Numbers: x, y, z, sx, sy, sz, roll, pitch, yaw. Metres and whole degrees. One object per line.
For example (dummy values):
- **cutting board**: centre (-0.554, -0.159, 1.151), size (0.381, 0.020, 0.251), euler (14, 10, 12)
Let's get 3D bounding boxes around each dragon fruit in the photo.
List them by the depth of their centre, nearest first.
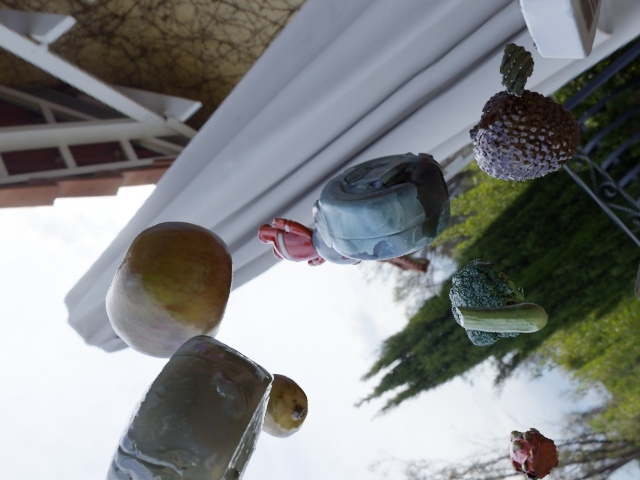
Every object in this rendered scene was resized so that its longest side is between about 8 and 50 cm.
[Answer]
- **dragon fruit**: centre (0.602, 0.607, 1.693), size (0.150, 0.133, 0.208), euler (29, 175, 12)

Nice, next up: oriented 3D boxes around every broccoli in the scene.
- **broccoli**: centre (0.551, 0.194, 1.952), size (0.245, 0.265, 0.295), euler (11, -128, -15)

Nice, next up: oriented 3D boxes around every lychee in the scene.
- **lychee**: centre (0.512, -0.267, 1.502), size (0.236, 0.271, 0.236), euler (6, -90, -70)

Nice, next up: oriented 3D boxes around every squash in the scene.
- **squash**: centre (0.513, 0.220, 1.679), size (0.083, 0.250, 0.083), euler (-4, -90, -66)

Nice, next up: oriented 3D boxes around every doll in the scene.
- **doll**: centre (0.000, 0.000, 1.486), size (0.200, 0.336, 0.105), euler (51, -128, -40)

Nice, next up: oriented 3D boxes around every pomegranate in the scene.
- **pomegranate**: centre (-0.114, 0.480, 1.713), size (0.196, 0.196, 0.196), euler (46, -165, -16)

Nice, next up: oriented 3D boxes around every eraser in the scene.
- **eraser**: centre (0.684, -0.690, 1.674), size (0.149, 0.332, 0.331), euler (16, 170, 39)

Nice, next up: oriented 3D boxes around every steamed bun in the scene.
- **steamed bun**: centre (-0.237, 0.348, 1.106), size (0.246, 0.236, 0.384), euler (23, -133, 6)

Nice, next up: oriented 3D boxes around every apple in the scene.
- **apple**: centre (-0.434, 0.138, 1.699), size (0.333, 0.401, 0.400), euler (8, -149, -18)

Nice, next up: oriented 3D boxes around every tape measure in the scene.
- **tape measure**: centre (0.118, -0.076, 1.183), size (0.275, 0.256, 0.147), euler (8, 126, 45)

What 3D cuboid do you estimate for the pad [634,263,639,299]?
- **pad**: centre (0.830, 0.055, 1.215), size (0.375, 0.315, 0.063), euler (2, -165, -14)

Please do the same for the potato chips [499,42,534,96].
- **potato chips**: centre (0.465, -0.413, 1.417), size (0.091, 0.028, 0.208), euler (35, -128, -3)
